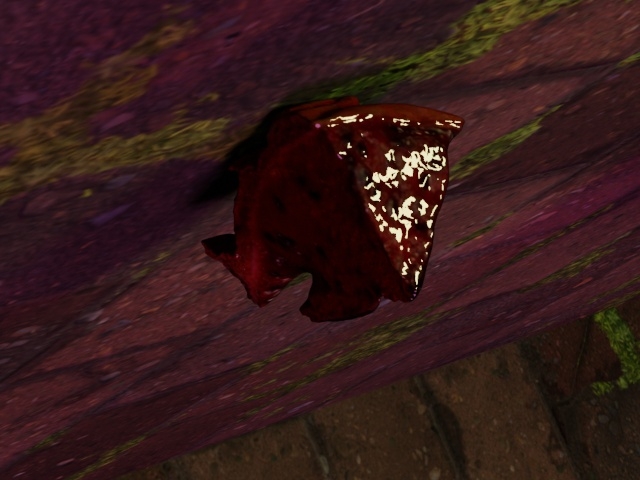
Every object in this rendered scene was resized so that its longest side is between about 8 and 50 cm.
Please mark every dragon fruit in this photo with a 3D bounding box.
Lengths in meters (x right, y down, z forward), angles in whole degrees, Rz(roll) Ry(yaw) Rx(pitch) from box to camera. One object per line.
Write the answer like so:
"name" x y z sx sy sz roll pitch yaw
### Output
"dragon fruit" 0.012 -0.011 1.024 0.092 0.122 0.192 -35 176 -36
